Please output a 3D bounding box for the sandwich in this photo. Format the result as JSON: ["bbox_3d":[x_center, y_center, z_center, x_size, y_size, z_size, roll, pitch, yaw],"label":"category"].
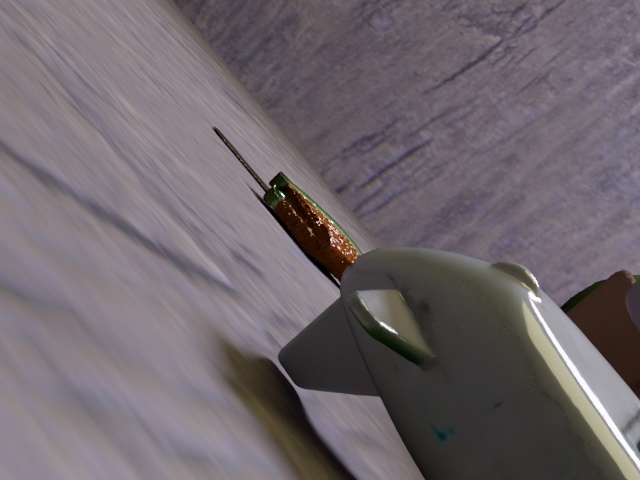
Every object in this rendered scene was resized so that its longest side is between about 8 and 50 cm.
[{"bbox_3d":[-0.003,-0.004,0.821,0.101,0.026,0.069,42,12,-44],"label":"sandwich"}]

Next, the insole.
[{"bbox_3d":[-0.036,-0.034,0.911,0.135,0.002,0.045,50,3,8],"label":"insole"}]

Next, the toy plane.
[{"bbox_3d":[0.064,0.072,0.352,0.174,0.080,0.174,38,22,-18],"label":"toy plane"}]

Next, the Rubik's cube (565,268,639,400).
[{"bbox_3d":[0.332,0.133,0.695,0.387,0.358,0.368,48,23,9],"label":"Rubik's cube"}]

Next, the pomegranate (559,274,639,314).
[{"bbox_3d":[0.283,0.150,0.972,0.254,0.254,0.270,48,1,-25],"label":"pomegranate"}]
